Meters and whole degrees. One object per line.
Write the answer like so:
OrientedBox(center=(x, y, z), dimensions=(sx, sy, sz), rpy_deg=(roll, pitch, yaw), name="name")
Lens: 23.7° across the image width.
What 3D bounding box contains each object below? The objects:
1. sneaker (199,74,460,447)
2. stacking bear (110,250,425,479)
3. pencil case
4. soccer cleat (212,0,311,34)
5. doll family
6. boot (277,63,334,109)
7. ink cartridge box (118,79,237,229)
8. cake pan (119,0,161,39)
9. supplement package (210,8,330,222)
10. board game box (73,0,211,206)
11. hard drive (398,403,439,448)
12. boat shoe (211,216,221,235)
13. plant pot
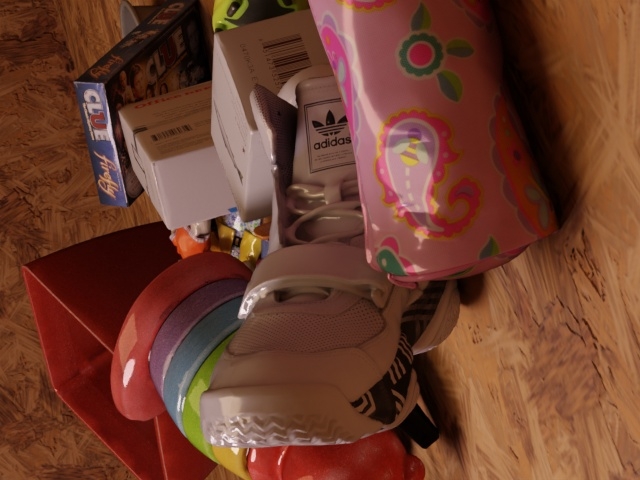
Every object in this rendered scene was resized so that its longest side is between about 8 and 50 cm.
OrientedBox(center=(0.000, 0.000, 1.024), dimensions=(0.366, 0.137, 0.210), rpy_deg=(-37, -60, -69), name="sneaker")
OrientedBox(center=(-0.037, 0.150, 1.340), dimensions=(0.289, 0.175, 0.164), rpy_deg=(40, 149, 34), name="stacking bear")
OrientedBox(center=(0.052, -0.116, 0.918), dimensions=(0.124, 0.124, 0.284), rpy_deg=(167, 86, -78), name="pencil case")
OrientedBox(center=(-0.050, -0.261, 1.344), dimensions=(0.289, 0.093, 0.121), rpy_deg=(84, -164, -55), name="soccer cleat")
OrientedBox(center=(-0.065, 0.039, 1.740), dimensions=(0.263, 0.118, 0.163), rpy_deg=(41, 143, 36), name="doll family")
OrientedBox(center=(0.032, -0.019, 1.247), dimensions=(0.123, 0.095, 0.258), rpy_deg=(56, 168, 39), name="boot")
OrientedBox(center=(-0.128, -0.101, 1.689), dimensions=(0.203, 0.148, 0.086), rpy_deg=(-128, 24, -63), name="ink cartridge box")
OrientedBox(center=(-0.227, -0.212, 2.219), dimensions=(0.293, 0.054, 0.293), rpy_deg=(164, 90, -78), name="cake pan")
OrientedBox(center=(-0.033, -0.108, 1.350), dimensions=(0.179, 0.105, 0.105), rpy_deg=(100, 151, -65), name="supplement package")
OrientedBox(center=(-0.207, -0.172, 1.855), dimensions=(0.243, 0.042, 0.165), rpy_deg=(-54, -36, -49), name="board game box")
OrientedBox(center=(0.047, 0.115, 1.340), dimensions=(0.135, 0.022, 0.094), rpy_deg=(51, -177, 39), name="hard drive")
OrientedBox(center=(-0.140, -0.017, 2.039), dimensions=(0.076, 0.080, 0.228), rpy_deg=(50, 156, 21), name="boat shoe")
OrientedBox(center=(-0.190, 0.128, 1.947), dimensions=(0.267, 0.235, 0.267), rpy_deg=(40, 150, 31), name="plant pot")
